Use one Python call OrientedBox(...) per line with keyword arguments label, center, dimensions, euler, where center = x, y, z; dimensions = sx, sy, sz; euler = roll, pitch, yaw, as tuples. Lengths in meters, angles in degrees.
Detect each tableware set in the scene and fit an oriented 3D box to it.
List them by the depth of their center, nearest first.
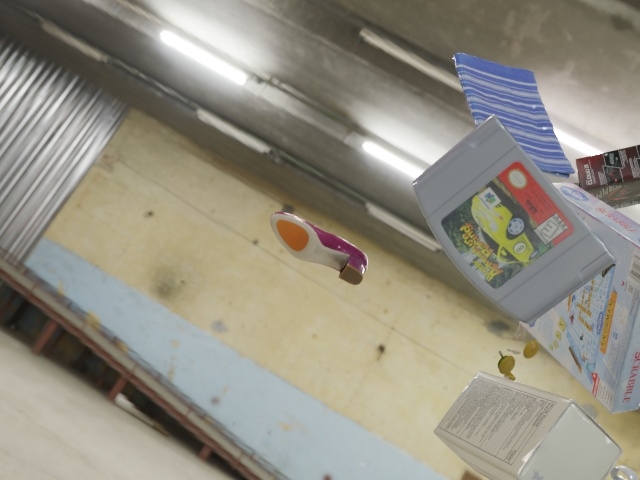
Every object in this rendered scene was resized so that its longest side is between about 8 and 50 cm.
OrientedBox(label="tableware set", center=(0.454, 0.253, 1.787), dimensions=(0.104, 0.154, 0.024), euler=(14, 13, -34))

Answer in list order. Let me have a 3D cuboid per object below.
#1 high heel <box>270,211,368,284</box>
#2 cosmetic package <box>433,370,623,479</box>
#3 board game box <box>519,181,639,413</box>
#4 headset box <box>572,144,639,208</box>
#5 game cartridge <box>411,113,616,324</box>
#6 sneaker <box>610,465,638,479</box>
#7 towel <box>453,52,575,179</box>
OrientedBox(label="high heel", center=(0.000, 0.000, 1.701), dimensions=(0.244, 0.082, 0.117), euler=(30, 24, -7))
OrientedBox(label="cosmetic package", center=(0.331, 0.331, 1.294), dimensions=(0.129, 0.153, 0.296), euler=(43, -10, -11))
OrientedBox(label="board game box", center=(0.499, 0.095, 1.445), dimensions=(0.065, 0.319, 0.318), euler=(-5, 27, -17))
OrientedBox(label="headset box", center=(0.883, -0.180, 2.298), dimensions=(0.293, 0.110, 0.218), euler=(-13, -22, 18))
OrientedBox(label="game cartridge", center=(0.288, -0.023, 1.222), dimensions=(0.294, 0.196, 0.060), euler=(50, 19, 3))
OrientedBox(label="sneaker", center=(0.526, 0.562, 1.330), dimensions=(0.137, 0.366, 0.210), euler=(-10, 35, -42))
OrientedBox(label="towel", center=(0.444, -0.296, 1.808), dimensions=(0.243, 0.336, 0.040), euler=(9, -39, -26))
